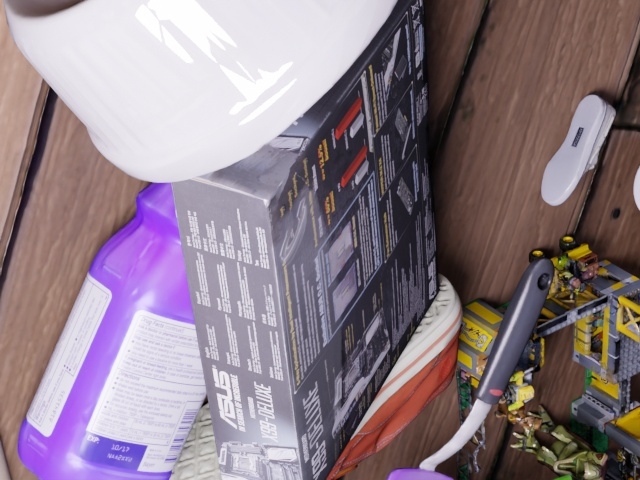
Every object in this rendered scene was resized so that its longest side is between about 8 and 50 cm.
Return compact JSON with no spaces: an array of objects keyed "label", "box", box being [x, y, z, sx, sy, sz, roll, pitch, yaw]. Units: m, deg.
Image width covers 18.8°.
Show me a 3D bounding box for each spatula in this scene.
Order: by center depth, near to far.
[{"label":"spatula","box":[0.119,0.145,1.565,0.084,0.030,0.296,15,108,-40]}]

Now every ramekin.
[{"label":"ramekin","box":[-0.077,-0.178,1.185,0.127,0.273,0.273,41,84,-32]}]

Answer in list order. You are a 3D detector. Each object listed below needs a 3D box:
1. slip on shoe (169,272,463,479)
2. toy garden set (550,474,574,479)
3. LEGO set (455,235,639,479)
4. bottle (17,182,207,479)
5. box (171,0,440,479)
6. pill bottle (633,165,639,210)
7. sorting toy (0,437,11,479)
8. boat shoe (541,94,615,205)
[{"label":"slip on shoe","box":[-0.011,0.152,1.517,0.331,0.123,0.101,-39,136,-24]},{"label":"toy garden set","box":[0.163,0.323,1.684,0.203,0.049,0.244,-20,131,12]},{"label":"LEGO set","box":[0.246,0.183,1.689,0.255,0.192,0.331,-15,122,-34]},{"label":"bottle","box":[-0.116,0.049,1.383,0.118,0.092,0.283,14,103,-48]},{"label":"box","box":[0.000,0.000,1.365,0.242,0.076,0.307,-56,152,-39]},{"label":"pill bottle","box":[0.368,-0.012,1.739,0.215,0.117,0.117,32,90,-45]},{"label":"sorting toy","box":[-0.295,0.208,1.351,0.196,0.047,0.348,-27,127,-27]},{"label":"boat shoe","box":[0.222,-0.073,1.644,0.035,0.035,0.100,23,91,-42]}]
